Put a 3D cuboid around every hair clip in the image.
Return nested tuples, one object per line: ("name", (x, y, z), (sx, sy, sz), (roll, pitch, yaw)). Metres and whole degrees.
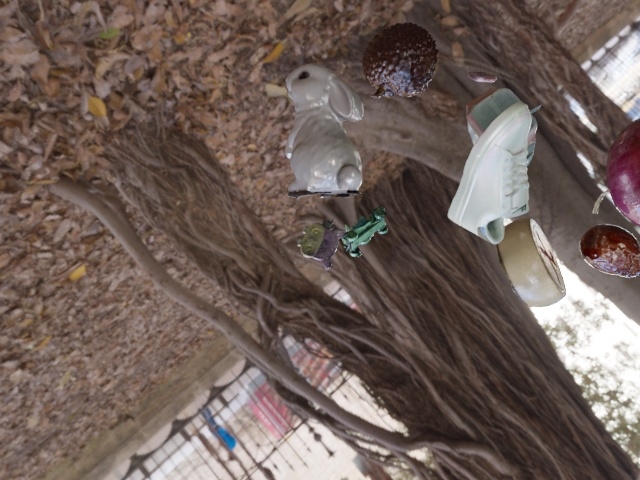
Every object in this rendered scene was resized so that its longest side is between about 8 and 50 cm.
("hair clip", (0.001, -0.004, 1.881), (0.056, 0.146, 0.187), (109, 3, -63))

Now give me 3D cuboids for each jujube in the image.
("jujube", (1.086, 0.045, 1.929), (0.190, 0.255, 0.190), (-48, -150, 40))

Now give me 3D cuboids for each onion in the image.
("onion", (1.009, -0.207, 1.590), (0.345, 0.358, 0.358), (10, -147, 41))

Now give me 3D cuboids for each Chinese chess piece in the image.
("Chinese chess piece", (0.781, 0.084, 1.944), (0.140, 0.338, 0.338), (-27, 179, 31))

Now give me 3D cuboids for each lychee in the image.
("lychee", (0.281, -0.634, 1.889), (0.300, 0.264, 0.264), (-55, 168, 6))

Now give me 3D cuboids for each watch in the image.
("watch", (0.561, -0.325, 1.643), (0.162, 0.253, 0.241), (-33, 168, 2))

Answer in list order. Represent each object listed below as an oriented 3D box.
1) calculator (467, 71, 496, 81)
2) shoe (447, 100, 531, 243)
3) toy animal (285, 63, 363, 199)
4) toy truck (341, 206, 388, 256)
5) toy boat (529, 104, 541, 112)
("calculator", (0.677, -0.684, 2.194), (0.103, 0.166, 0.024), (-2, 119, -10))
("shoe", (0.426, -0.137, 1.223), (0.132, 0.160, 0.363), (-30, 150, -32))
("toy animal", (0.012, -0.284, 1.364), (0.258, 0.357, 0.194), (0, -178, 38))
("toy truck", (0.119, -0.032, 1.473), (0.154, 0.078, 0.080), (-39, 140, -22))
("toy boat", (0.758, -0.477, 1.962), (0.122, 0.034, 0.096), (-20, -155, -4))
